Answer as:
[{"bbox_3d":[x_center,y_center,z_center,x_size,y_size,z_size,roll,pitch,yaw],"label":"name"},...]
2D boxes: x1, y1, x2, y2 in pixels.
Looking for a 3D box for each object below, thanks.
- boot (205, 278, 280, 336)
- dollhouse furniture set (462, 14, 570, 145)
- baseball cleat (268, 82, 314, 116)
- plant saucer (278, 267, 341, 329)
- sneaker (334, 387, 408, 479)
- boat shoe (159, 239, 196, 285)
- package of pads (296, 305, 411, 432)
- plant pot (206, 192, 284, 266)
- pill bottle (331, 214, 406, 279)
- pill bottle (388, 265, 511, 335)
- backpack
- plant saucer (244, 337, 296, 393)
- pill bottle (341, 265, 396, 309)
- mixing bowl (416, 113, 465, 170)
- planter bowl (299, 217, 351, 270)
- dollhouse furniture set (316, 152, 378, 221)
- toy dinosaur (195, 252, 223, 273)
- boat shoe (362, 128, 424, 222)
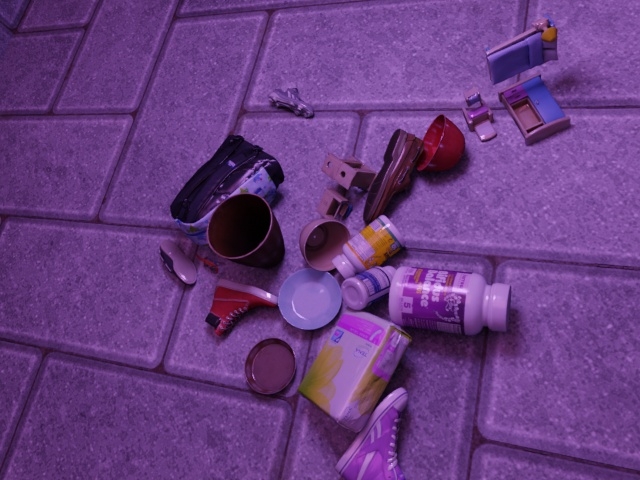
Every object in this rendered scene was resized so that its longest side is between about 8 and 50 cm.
[{"bbox_3d":[-0.246,0.227,1.776,0.244,0.088,0.176,8,72,31],"label":"boot"},{"bbox_3d":[0.562,-0.433,1.624,0.287,0.303,0.198,-24,60,10],"label":"dollhouse furniture set"},{"bbox_3d":[-0.094,-0.519,2.053,0.206,0.072,0.109,26,72,25],"label":"baseball cleat"},{"bbox_3d":[-0.030,0.180,1.724,0.195,0.037,0.194,-3,68,7],"label":"plant saucer"},{"bbox_3d":[0.180,0.532,1.469,0.161,0.102,0.282,34,93,26],"label":"sneaker"},{"bbox_3d":[-0.494,0.087,1.958,0.206,0.075,0.065,49,133,25],"label":"boat shoe"},{"bbox_3d":[0.092,0.339,1.531,0.296,0.101,0.229,-58,30,-9],"label":"package of pads"},{"bbox_3d":[-0.205,-0.003,1.773,0.216,0.230,0.215,-8,65,17],"label":"plant pot"},{"bbox_3d":[0.140,0.030,1.689,0.208,0.117,0.117,-38,59,2],"label":"pill bottle"},{"bbox_3d":[0.349,0.163,1.520,0.302,0.169,0.169,4,69,23],"label":"pill bottle"},{"bbox_3d":[-0.324,-0.144,1.885,0.356,0.273,0.290,-40,49,-23],"label":"backpack"},{"bbox_3d":[-0.147,0.377,1.699,0.169,0.029,0.168,-8,66,18],"label":"plant saucer"},{"bbox_3d":[0.147,0.129,1.614,0.094,0.169,0.094,20,119,42],"label":"pill bottle"},{"bbox_3d":[0.377,-0.283,1.726,0.098,0.181,0.181,19,72,-10],"label":"mixing bowl"},{"bbox_3d":[0.000,0.000,1.749,0.162,0.162,0.109,-48,34,-4],"label":"planter bowl"},{"bbox_3d":[0.068,-0.169,1.825,0.129,0.129,0.183,40,115,31],"label":"dollhouse furniture set"},{"bbox_3d":[-0.373,0.084,1.898,0.082,0.090,0.047,24,93,60],"label":"toy dinosaur"},{"bbox_3d":[0.231,-0.186,1.751,0.105,0.111,0.307,22,96,-15],"label":"boat shoe"}]
